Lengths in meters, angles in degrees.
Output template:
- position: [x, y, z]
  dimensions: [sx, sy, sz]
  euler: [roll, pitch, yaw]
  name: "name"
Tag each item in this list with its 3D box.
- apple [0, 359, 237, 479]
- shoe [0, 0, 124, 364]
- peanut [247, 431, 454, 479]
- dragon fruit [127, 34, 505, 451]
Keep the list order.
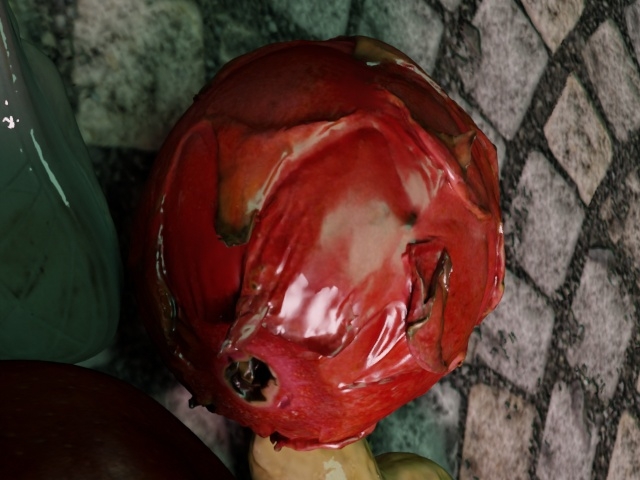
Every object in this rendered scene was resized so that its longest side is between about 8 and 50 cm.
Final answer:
- position: [-0.136, 0.191, 0.391]
  dimensions: [0.288, 0.317, 0.288]
  euler: [2, 86, -27]
  name: "apple"
- position: [-0.178, -0.051, 0.531]
  dimensions: [0.103, 0.100, 0.251]
  euler: [-16, 115, -3]
  name: "shoe"
- position: [0.035, 0.190, 0.685]
  dimensions: [0.229, 0.098, 0.103]
  euler: [35, 20, -35]
  name: "peanut"
- position: [0.000, -0.002, 0.596]
  dimensions: [0.241, 0.241, 0.252]
  euler: [47, 67, -28]
  name: "dragon fruit"
